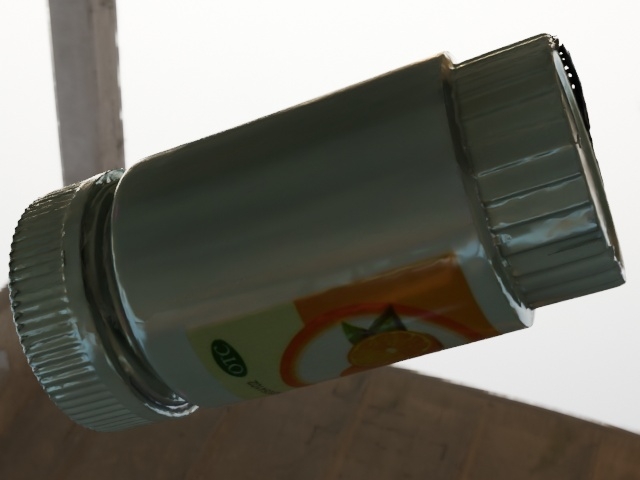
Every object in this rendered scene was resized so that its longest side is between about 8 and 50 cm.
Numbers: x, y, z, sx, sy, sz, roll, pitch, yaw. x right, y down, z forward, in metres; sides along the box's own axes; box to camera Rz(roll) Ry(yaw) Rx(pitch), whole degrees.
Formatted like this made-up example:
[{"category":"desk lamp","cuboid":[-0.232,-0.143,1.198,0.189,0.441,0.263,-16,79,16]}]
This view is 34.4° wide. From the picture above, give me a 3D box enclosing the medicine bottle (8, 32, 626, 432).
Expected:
[{"category":"medicine bottle","cuboid":[0.000,0.000,0.586,0.318,0.158,0.158,-17,-150,19]}]
